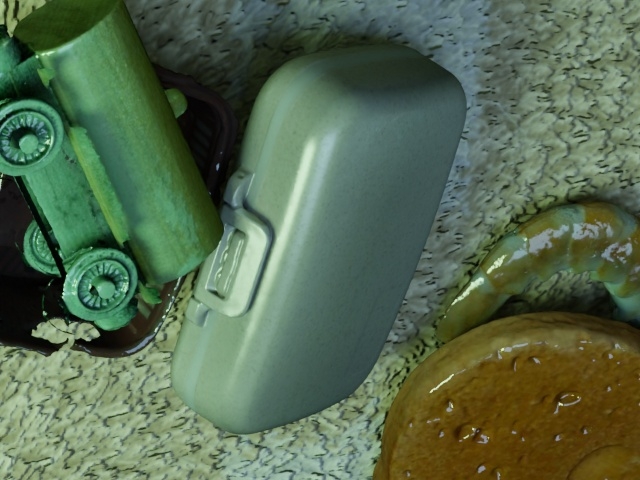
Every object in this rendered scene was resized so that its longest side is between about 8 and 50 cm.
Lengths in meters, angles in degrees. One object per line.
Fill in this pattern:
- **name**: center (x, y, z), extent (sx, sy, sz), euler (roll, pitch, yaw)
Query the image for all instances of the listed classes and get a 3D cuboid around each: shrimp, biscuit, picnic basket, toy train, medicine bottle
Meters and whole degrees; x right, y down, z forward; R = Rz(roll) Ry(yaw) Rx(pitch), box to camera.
- **shrimp**: center (0.257, 0.045, 2.047), extent (0.287, 0.068, 0.185), euler (-14, 124, -12)
- **biscuit**: center (0.283, 0.222, 2.128), extent (0.455, 0.078, 0.350), euler (25, 123, -29)
- **picnic basket**: center (-0.216, -0.050, 1.778), extent (0.222, 0.129, 0.297), euler (10, 114, -26)
- **toy train**: center (-0.187, -0.062, 1.626), extent (0.189, 0.126, 0.307), euler (-26, 124, -6)
- **medicine bottle**: center (0.000, 0.000, 1.844), extent (0.282, 0.123, 0.375), euler (-13, 130, -51)
